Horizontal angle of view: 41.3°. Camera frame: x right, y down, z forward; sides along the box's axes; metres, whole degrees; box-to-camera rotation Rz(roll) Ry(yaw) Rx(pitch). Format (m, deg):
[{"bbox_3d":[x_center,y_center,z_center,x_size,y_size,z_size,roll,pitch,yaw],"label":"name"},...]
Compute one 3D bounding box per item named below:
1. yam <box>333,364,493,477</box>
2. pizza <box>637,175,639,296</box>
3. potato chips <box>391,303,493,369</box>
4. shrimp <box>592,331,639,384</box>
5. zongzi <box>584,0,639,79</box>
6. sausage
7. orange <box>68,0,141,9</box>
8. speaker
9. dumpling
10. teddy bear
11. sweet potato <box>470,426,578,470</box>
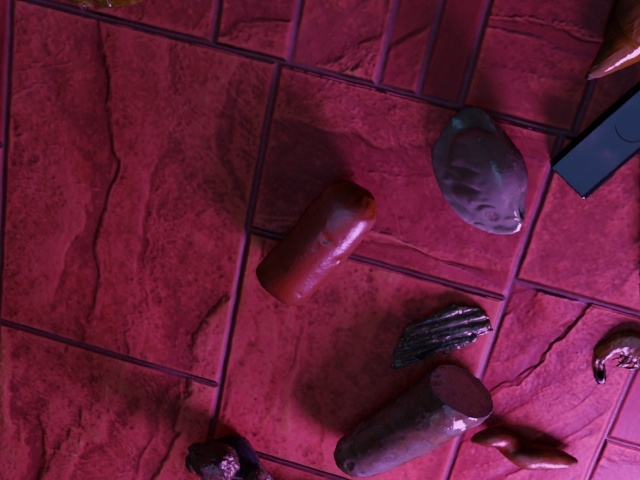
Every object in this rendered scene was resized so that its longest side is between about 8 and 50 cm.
[{"bbox_3d":[0.159,0.352,1.614,0.330,0.133,0.133,-37,101,27],"label":"yam"},{"bbox_3d":[0.607,-0.002,1.407,0.181,0.034,0.262,5,113,11],"label":"pizza"},{"bbox_3d":[0.212,0.173,1.574,0.207,0.028,0.092,-22,105,18],"label":"potato chips"},{"bbox_3d":[0.560,0.247,1.525,0.124,0.034,0.178,-27,103,24],"label":"shrimp"},{"bbox_3d":[0.461,-0.349,1.263,0.197,0.099,0.194,-19,107,27],"label":"zongzi"},{"bbox_3d":[0.000,0.000,1.503,0.113,0.113,0.259,40,116,-6],"label":"sausage"},{"bbox_3d":[-0.330,-0.514,1.296,0.301,0.223,0.300,-24,121,21],"label":"orange"},{"bbox_3d":[0.477,-0.167,1.359,0.082,0.044,0.218,43,114,-7],"label":"speaker"},{"bbox_3d":[0.275,-0.115,1.407,0.108,0.153,0.219,-17,94,-25],"label":"dumpling"},{"bbox_3d":[-0.183,0.456,1.724,0.182,0.129,0.251,-6,150,17],"label":"teddy bear"},{"bbox_3d":[0.388,0.402,1.617,0.202,0.058,0.055,17,136,4],"label":"sweet potato"}]
